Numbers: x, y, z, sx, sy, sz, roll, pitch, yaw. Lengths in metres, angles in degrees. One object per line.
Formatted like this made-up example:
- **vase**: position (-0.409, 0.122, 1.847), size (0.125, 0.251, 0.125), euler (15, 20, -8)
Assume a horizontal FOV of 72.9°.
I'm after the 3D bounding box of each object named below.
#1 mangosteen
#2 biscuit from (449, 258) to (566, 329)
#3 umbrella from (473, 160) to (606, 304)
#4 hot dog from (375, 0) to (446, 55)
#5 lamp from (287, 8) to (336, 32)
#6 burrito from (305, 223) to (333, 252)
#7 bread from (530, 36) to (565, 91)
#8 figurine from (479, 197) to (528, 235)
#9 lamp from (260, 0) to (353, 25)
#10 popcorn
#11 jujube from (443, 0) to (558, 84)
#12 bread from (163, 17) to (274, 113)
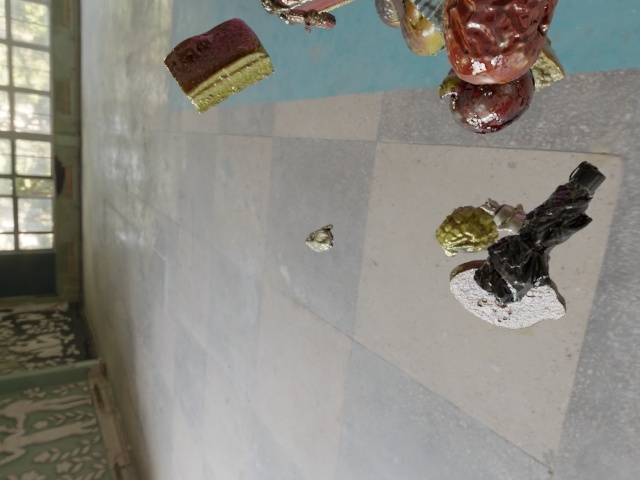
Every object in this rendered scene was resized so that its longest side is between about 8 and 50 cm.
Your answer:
- **mangosteen**: position (0.313, -0.296, 0.833), size (0.180, 0.166, 0.166), euler (45, 140, -7)
- **biscuit**: position (0.495, 0.139, 1.170), size (0.257, 0.273, 0.049), euler (-35, 23, 48)
- **umbrella**: position (0.481, 0.000, 0.918), size (0.336, 0.154, 0.128), euler (-44, 23, 11)
- **hot dog**: position (0.145, -0.366, 0.685), size (0.082, 0.270, 0.162), euler (-31, 99, 15)
- **lamp**: position (-0.009, -0.373, 0.735), size (0.083, 0.063, 0.031), euler (23, 112, 38)
- **burrito**: position (-0.002, -0.002, 1.235), size (0.058, 0.063, 0.229), euler (-53, 7, -14)
- **bread**: position (0.586, -0.532, 1.290), size (0.211, 0.224, 0.184), euler (48, 131, -5)
- **figurine**: position (0.458, -0.037, 1.046), size (0.146, 0.081, 0.098), euler (36, 153, 50)
- **lamp**: position (0.000, -0.551, 0.862), size (0.274, 0.177, 0.176), euler (-17, 75, 17)
- **popcorn**: position (0.495, -0.037, 1.477), size (0.189, 0.218, 0.169), euler (144, 124, -72)
- **jujube**: position (0.174, -0.242, 0.411), size (0.109, 0.113, 0.176), euler (-107, 18, -72)
- **bread**: position (-0.263, -0.454, 1.108), size (0.184, 0.234, 0.110), euler (55, 174, 33)
